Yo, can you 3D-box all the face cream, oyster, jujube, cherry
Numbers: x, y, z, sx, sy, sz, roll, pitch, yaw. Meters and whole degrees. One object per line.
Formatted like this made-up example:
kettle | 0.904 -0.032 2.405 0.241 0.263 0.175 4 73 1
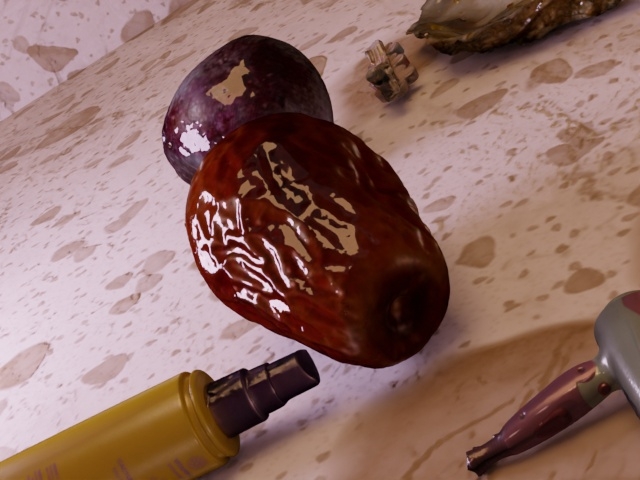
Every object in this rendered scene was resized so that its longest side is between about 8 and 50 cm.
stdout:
face cream | -0.126 0.153 0.894 0.273 0.078 0.078 -27 23 10
oyster | 0.213 -0.278 1.370 0.204 0.111 0.396 -53 26 -6
jujube | 0.000 0.000 0.934 0.190 0.190 0.255 -37 36 -14
cherry | -0.077 -0.131 1.295 0.195 0.195 0.195 -26 23 12

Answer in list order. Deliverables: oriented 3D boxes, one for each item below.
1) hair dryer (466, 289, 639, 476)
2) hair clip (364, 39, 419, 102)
hair dryer | 0.156 0.102 0.708 0.154 0.054 0.106 -33 25 21
hair clip | 0.082 -0.203 1.418 0.062 0.056 0.214 -43 11 15
